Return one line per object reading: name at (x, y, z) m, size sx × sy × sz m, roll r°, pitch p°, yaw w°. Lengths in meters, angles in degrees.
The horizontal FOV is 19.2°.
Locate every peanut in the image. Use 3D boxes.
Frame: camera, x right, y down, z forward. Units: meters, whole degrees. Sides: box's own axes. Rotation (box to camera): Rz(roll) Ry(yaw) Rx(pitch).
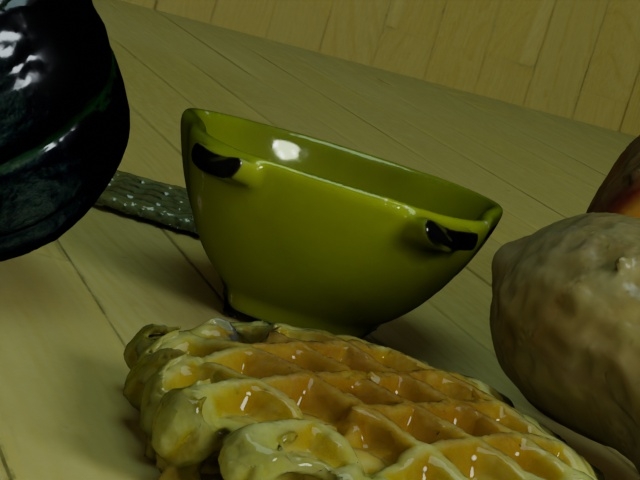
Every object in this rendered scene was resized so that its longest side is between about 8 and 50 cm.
peanut at (0.194, 0.076, 0.985) m, size 0.149 × 0.149 × 0.313 m, roll 8°, pitch 18°, yaw -40°

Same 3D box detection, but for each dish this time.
dish at (0.000, 0.000, 1.216) m, size 0.221 × 0.108 × 0.262 m, roll 16°, pitch 8°, yaw -1°

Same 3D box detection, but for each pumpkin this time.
pumpkin at (-0.246, -0.088, 1.069) m, size 0.248 × 0.248 × 0.248 m, roll 16°, pitch 10°, yaw -3°

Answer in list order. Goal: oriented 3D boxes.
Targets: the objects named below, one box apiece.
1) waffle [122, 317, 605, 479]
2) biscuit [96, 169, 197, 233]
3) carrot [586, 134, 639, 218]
waffle at (0.028, 0.092, 0.919) m, size 0.250 × 0.056 × 0.261 m, roll 15°, pitch 8°, yaw -9°
biscuit at (-0.083, -0.019, 1.447) m, size 0.203 × 0.016 × 0.144 m, roll 16°, pitch 10°, yaw 1°
carrot at (0.273, 0.021, 1.248) m, size 0.224 × 0.224 × 0.340 m, roll 20°, pitch 17°, yaw 17°
